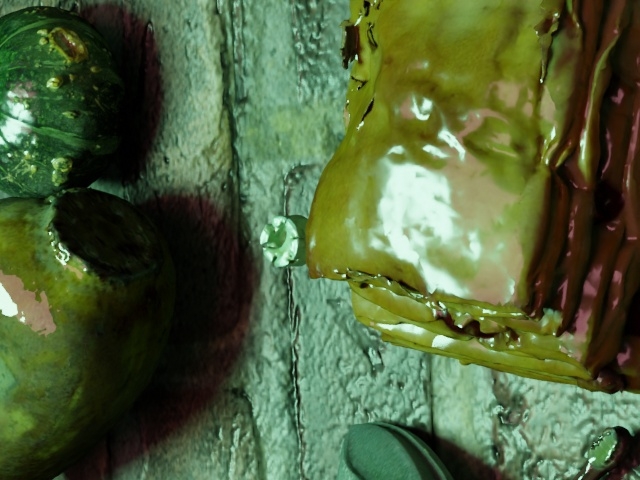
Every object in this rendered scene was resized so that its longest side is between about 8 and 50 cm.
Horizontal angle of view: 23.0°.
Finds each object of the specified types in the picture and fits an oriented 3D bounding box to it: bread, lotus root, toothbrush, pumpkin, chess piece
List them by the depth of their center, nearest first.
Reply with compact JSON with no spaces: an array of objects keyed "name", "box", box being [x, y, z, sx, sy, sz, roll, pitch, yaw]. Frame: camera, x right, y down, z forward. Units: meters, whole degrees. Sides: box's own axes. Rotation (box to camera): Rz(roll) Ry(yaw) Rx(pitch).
[{"name":"bread","box":[0.119,-0.057,1.143,0.277,0.167,0.324,8,98,40]},{"name":"toothbrush","box":[0.132,0.273,1.228,0.041,0.041,0.364,51,122,27]},{"name":"chess piece","box":[0.000,0.000,1.289,0.067,0.103,0.067,2,94,40]},{"name":"lotus root","box":[-0.268,0.090,1.437,0.346,0.250,0.250,-44,64,37]},{"name":"pumpkin","box":[-0.265,-0.129,1.484,0.190,0.146,0.190,2,93,39]}]

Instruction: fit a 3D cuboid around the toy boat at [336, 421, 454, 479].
[{"name":"toy boat","box":[0.074,0.259,1.209,0.141,0.092,0.319,-54,36,29]}]
